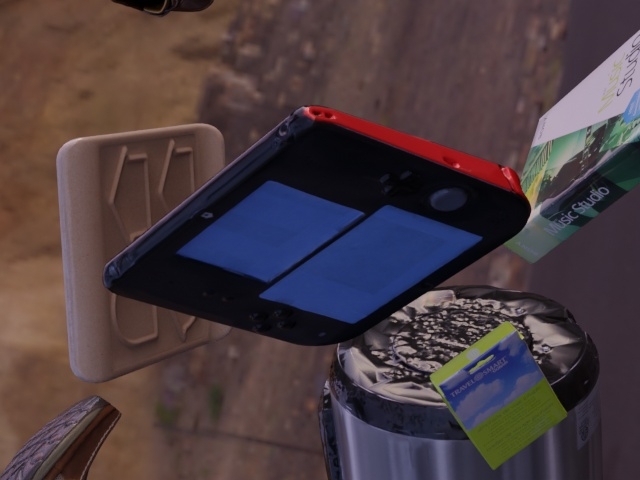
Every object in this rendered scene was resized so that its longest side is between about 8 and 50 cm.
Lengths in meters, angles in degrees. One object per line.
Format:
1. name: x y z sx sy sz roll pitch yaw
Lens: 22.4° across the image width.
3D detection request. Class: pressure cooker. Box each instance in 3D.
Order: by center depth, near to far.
1. pressure cooker: 0.202 0.316 2.194 0.375 0.369 0.420 -138 36 -58

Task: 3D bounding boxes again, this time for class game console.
1. game console: 0.000 0.000 1.765 0.386 0.342 0.060 -36 53 39

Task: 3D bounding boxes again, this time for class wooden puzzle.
1. wooden puzzle: -0.250 0.008 2.233 0.348 0.080 0.322 -14 -77 -59

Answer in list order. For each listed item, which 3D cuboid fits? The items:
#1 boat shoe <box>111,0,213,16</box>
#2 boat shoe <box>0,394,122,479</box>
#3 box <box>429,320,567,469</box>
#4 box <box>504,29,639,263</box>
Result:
1. boat shoe: -0.180 -0.271 1.765 0.064 0.178 0.060 -36 66 30
2. boat shoe: -0.368 0.353 2.119 0.324 0.120 0.122 -52 18 -17
3. box: 0.195 0.167 1.779 0.042 0.109 0.178 52 178 47
4. box: 0.349 -0.137 1.933 0.322 0.058 0.232 -46 17 49
